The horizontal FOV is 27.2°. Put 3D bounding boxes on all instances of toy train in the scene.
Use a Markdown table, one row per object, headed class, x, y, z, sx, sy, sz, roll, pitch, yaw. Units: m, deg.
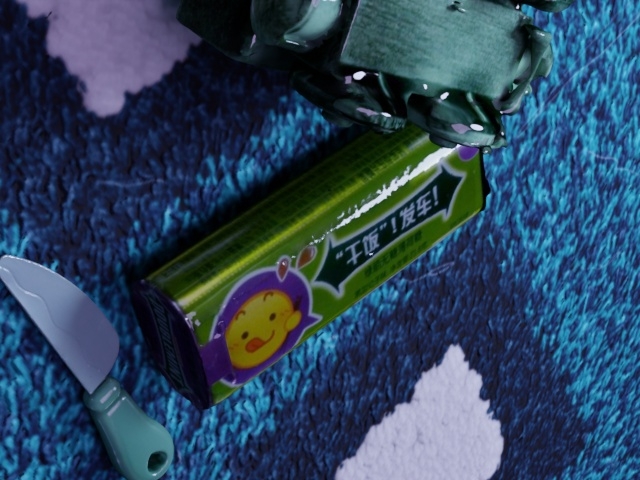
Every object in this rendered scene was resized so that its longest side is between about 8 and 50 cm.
| class | x | y | z | sx | sy | sz | roll | pitch | yaw |
| --- | --- | --- | --- | --- | --- | --- | --- | --- | --- |
| toy train | 0.048 | -0.183 | 1.041 | 0.299 | 0.238 | 0.167 | 7 | 113 | -45 |

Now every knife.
| class | x | y | z | sx | sy | sz | roll | pitch | yaw |
| --- | --- | --- | --- | --- | --- | --- | --- | --- | --- |
| knife | -0.187 | 0.102 | 1.098 | 0.063 | 0.034 | 0.260 | -42 | 126 | -26 |

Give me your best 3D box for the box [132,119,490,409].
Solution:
| class | x | y | z | sx | sy | sz | roll | pitch | yaw |
| --- | --- | --- | --- | --- | --- | --- | --- | --- | --- |
| box | 0.000 | 0.000 | 1.176 | 0.345 | 0.097 | 0.134 | -35 | 135 | -26 |
